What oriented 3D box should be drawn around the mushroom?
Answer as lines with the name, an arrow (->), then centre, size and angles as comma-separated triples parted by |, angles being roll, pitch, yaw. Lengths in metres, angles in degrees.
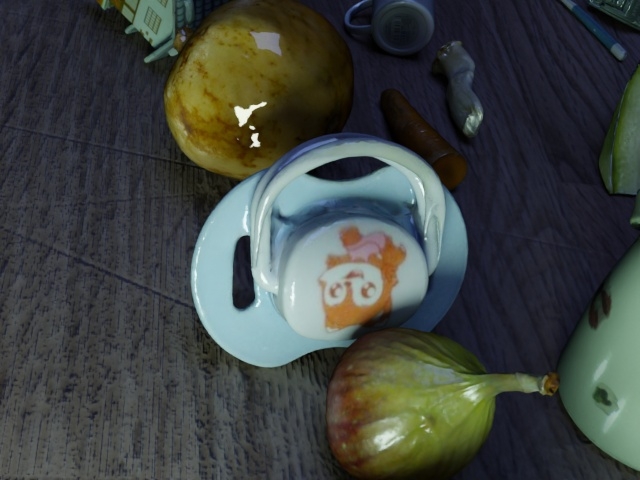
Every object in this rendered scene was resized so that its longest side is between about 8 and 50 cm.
mushroom -> 0.203, -0.222, 1.414 | 0.054, 0.059, 0.202 | 3, 44, -8

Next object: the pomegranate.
pomegranate -> -0.076, -0.184, 1.169 | 0.248, 0.248, 0.248 | 8, 42, -7

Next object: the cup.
cup -> 0.116, -0.355, 1.525 | 0.099, 0.136, 0.133 | 38, 35, -26

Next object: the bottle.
bottle -> 0.385, 0.047, 0.951 | 0.229, 0.352, 0.229 | 8, 40, -6

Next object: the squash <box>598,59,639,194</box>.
squash -> 0.509, -0.179, 1.388 | 0.236, 0.155, 0.204 | 2, 41, -18

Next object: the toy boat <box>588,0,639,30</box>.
toy boat -> 0.600, -0.395, 1.702 | 0.260, 0.078, 0.085 | 28, 26, 16

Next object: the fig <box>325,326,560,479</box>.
fig -> 0.118, 0.158, 0.885 | 0.230, 0.143, 0.160 | 4, 27, 33

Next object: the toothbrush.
toothbrush -> 0.464, -0.400, 1.715 | 0.025, 0.019, 0.276 | -2, 43, -29

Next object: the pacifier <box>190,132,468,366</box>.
pacifier -> 0.000, 0.000, 1.021 | 0.299, 0.244, 0.233 | -3, 14, -21

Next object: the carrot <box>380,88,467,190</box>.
carrot -> 0.127, -0.150, 1.321 | 0.061, 0.061, 0.210 | -6, 40, -22

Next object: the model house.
model house -> -0.195, -0.386, 1.375 | 0.215, 0.198, 0.224 | 45, 47, 13
